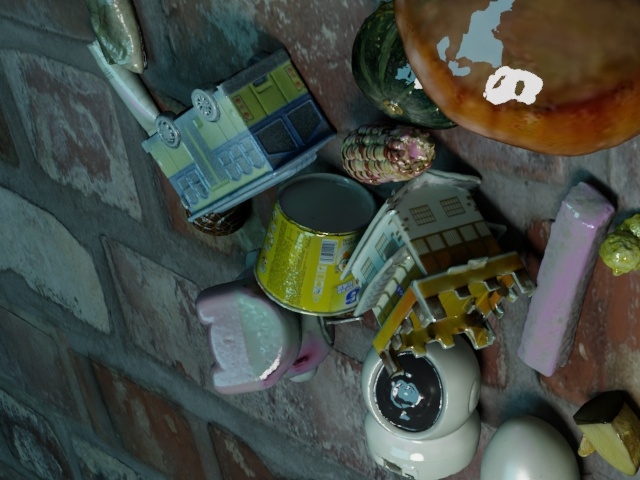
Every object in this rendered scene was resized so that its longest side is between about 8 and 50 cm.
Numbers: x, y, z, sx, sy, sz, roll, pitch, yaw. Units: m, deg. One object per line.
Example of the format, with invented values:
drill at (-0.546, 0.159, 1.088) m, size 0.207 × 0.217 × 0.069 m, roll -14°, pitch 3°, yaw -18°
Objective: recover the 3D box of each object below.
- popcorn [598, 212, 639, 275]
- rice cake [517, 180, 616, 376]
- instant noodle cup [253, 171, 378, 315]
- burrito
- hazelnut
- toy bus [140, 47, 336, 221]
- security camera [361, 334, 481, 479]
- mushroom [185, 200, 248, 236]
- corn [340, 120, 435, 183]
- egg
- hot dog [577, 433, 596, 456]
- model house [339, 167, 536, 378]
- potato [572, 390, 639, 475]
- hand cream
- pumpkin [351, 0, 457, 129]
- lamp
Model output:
popcorn at (0.392, 0.006, 1.660) m, size 0.059 × 0.068 × 0.083 m, roll 38°, pitch 113°, yaw 8°
rice cake at (0.330, 0.063, 1.792) m, size 0.072 × 0.056 × 0.365 m, roll 38°, pitch 144°, yaw 26°
instant noodle cup at (0.000, 0.000, 2.029) m, size 0.205 × 0.205 × 0.153 m, roll 34°, pitch 136°, yaw 28°
burrito at (-0.364, -0.420, 2.207) m, size 0.096 × 0.066 × 0.309 m, roll 16°, pitch 134°, yaw 40°
hazelnut at (0.234, -0.255, 1.413) m, size 0.372 × 0.315 × 0.372 m, roll 157°, pitch 90°, yaw -87°
toy bus at (-0.138, -0.163, 2.082) m, size 0.190 × 0.152 × 0.312 m, roll 58°, pitch 146°, yaw -6°
security camera at (0.161, 0.233, 2.049) m, size 0.194 × 0.194 × 0.236 m, roll 27°, pitch 134°, yaw 34°
mushroom at (-0.185, -0.058, 2.298) m, size 0.109 × 0.085 × 0.126 m, roll 31°, pitch 147°, yaw 30°
corn at (0.095, -0.119, 1.807) m, size 0.092 × 0.092 × 0.280 m, roll 61°, pitch 171°, yaw -11°
egg at (0.318, 0.359, 1.991) m, size 0.151 × 0.151 × 0.209 m, roll 15°, pitch 127°, yaw 44°
hot dog at (0.406, 0.291, 1.929) m, size 0.034 × 0.030 × 0.090 m, roll 31°, pitch 141°, yaw 24°
model house at (0.155, 0.043, 1.853) m, size 0.215 × 0.198 × 0.224 m, roll 62°, pitch 153°, yaw 22°
potato at (0.426, 0.276, 1.860) m, size 0.103 × 0.066 × 0.096 m, roll 57°, pitch 161°, yaw -13°
hand cream at (-0.342, -0.275, 2.332) m, size 0.078 × 0.050 × 0.205 m, roll -13°, pitch 113°, yaw 55°
pumpkin at (0.128, -0.228, 1.692) m, size 0.190 × 0.146 × 0.190 m, roll 18°, pitch 157°, yaw 8°
lamp at (-0.062, 0.129, 2.162) m, size 0.247 × 0.301 × 0.247 m, roll -15°, pitch 91°, yaw 15°
